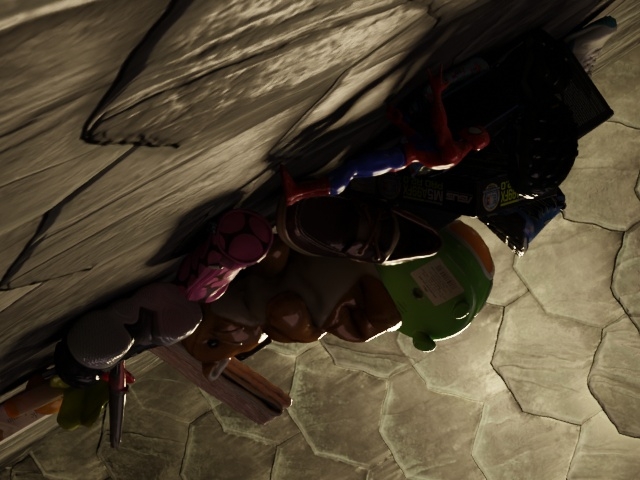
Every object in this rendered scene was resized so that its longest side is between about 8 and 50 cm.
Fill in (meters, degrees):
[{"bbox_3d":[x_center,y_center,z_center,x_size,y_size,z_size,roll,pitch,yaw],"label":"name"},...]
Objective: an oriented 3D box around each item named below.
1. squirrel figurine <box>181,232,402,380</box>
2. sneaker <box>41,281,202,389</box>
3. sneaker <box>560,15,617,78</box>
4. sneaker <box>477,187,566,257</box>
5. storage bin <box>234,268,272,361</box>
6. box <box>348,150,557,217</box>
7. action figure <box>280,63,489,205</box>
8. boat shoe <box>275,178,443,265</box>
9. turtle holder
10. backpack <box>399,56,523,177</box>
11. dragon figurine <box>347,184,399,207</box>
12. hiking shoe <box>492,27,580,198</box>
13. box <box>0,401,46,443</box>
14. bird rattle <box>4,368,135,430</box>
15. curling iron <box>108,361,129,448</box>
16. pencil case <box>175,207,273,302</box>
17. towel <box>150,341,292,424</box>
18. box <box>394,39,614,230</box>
[{"bbox_3d":[-0.073,0.116,1.921,0.370,0.281,0.397,-26,172,0],"label":"squirrel figurine"},{"bbox_3d":[-0.316,0.151,1.638,0.153,0.101,0.268,-35,170,36],"label":"sneaker"},{"bbox_3d":[0.491,-0.346,1.989,0.087,0.092,0.228,-29,174,-34],"label":"sneaker"},{"bbox_3d":[0.394,-0.066,2.037,0.147,0.130,0.330,-48,176,14],"label":"sneaker"},{"bbox_3d":[-0.179,0.153,2.129,0.122,0.180,0.084,-31,177,-25],"label":"storage bin"},{"bbox_3d":[0.214,-0.103,1.701,0.270,0.060,0.216,14,-160,43],"label":"box"},{"bbox_3d":[0.080,-0.140,1.373,0.280,0.139,0.091,-10,178,-3],"label":"action figure"},{"bbox_3d":[0.072,-0.021,1.638,0.123,0.123,0.342,5,171,40],"label":"boat shoe"},{"bbox_3d":[0.231,0.092,2.183,0.227,0.243,0.320,-43,157,-46],"label":"turtle holder"},{"bbox_3d":[0.187,-0.169,1.533,0.158,0.117,0.173,-32,176,-23],"label":"backpack"},{"bbox_3d":[0.085,-0.087,1.928,0.085,0.144,0.289,-33,-155,0],"label":"dragon figurine"},{"bbox_3d":[0.314,-0.176,1.593,0.132,0.113,0.304,-33,-145,46],"label":"hiking shoe"},{"bbox_3d":[-0.615,0.355,1.981,0.324,0.063,0.067,-30,177,-40],"label":"box"},{"bbox_3d":[-0.456,0.247,1.855,0.206,0.143,0.253,-21,-171,-2],"label":"bird rattle"},{"bbox_3d":[-0.331,0.234,1.758,0.068,0.035,0.274,-25,129,-56],"label":"curling iron"},{"bbox_3d":[-0.147,0.028,1.505,0.209,0.095,0.098,-43,-156,60],"label":"pencil case"},{"bbox_3d":[-0.221,0.262,2.106,0.053,0.332,0.317,-55,-178,-17],"label":"towel"},{"bbox_3d":[0.314,-0.181,1.978,0.312,0.179,0.343,-31,176,-36],"label":"box"}]
